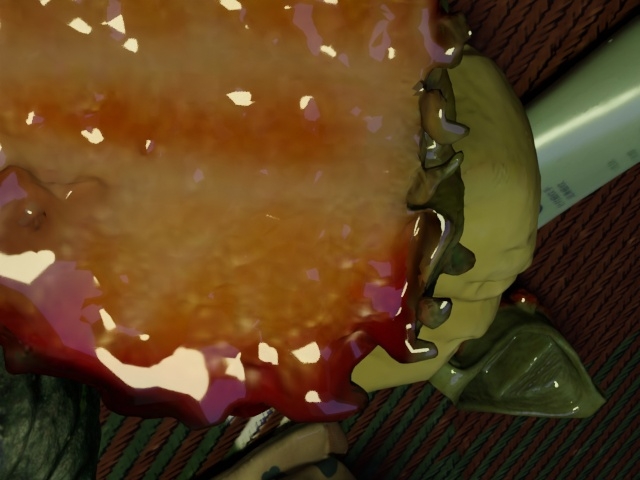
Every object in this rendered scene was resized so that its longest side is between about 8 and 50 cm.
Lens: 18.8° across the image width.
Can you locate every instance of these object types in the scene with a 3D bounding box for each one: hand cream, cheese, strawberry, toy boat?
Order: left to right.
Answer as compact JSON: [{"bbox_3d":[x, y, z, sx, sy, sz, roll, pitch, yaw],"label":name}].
[{"bbox_3d":[-0.073,-0.049,0.754,0.280,0.150,0.253,-14,124,7],"label":"strawberry"},{"bbox_3d":[0.000,0.000,0.958,0.226,0.117,0.214,-15,146,-17],"label":"cheese"},{"bbox_3d":[0.086,-0.019,1.096,0.320,0.067,0.109,-35,151,9],"label":"hand cream"},{"bbox_3d":[0.112,0.074,1.209,0.185,0.071,0.089,12,124,-52],"label":"toy boat"}]

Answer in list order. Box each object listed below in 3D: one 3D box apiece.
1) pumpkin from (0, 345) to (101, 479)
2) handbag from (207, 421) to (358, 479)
[{"bbox_3d":[-0.199,0.090,0.822,0.220,0.162,0.221,-28,139,-28],"label":"pumpkin"},{"bbox_3d":[-0.007,0.244,1.213,0.193,0.190,0.251,-43,146,-13],"label":"handbag"}]
